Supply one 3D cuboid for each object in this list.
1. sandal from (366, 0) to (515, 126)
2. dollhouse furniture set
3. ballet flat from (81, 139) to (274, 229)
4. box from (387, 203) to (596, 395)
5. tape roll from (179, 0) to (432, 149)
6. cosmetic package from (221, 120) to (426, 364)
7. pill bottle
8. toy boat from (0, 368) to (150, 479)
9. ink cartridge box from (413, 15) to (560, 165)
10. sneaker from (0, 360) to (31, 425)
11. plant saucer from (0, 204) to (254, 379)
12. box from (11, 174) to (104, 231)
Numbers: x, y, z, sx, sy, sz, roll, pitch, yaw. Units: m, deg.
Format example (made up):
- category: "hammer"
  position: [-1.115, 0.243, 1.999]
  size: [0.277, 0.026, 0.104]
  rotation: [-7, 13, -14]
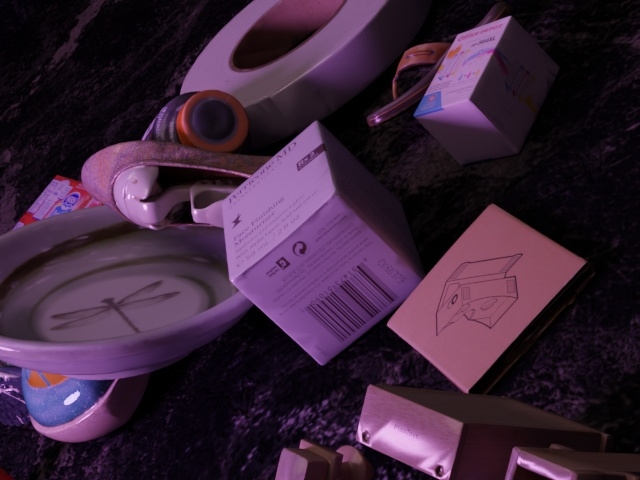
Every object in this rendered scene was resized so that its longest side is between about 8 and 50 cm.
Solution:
- category: "sandal"
  position: [0.135, -0.216, 1.774]
  size: [0.219, 0.060, 0.090]
  rotation: [-42, -3, 9]
- category: "dollhouse furniture set"
  position: [0.103, 0.304, 1.143]
  size: [0.303, 0.174, 0.355]
  rotation: [16, 95, 49]
- category: "ballet flat"
  position: [-0.156, -0.058, 1.783]
  size: [0.316, 0.107, 0.106]
  rotation: [0, 32, 18]
- category: "box"
  position: [0.158, 0.056, 1.430]
  size: [0.164, 0.021, 0.201]
  rotation: [-48, 26, -1]
- category: "tape roll"
  position: [-0.023, -0.275, 2.071]
  size: [0.392, 0.072, 0.392]
  rotation: [-29, 27, 17]
- category: "cosmetic package"
  position: [0.000, 0.000, 1.602]
  size: [0.151, 0.151, 0.183]
  rotation: [-40, 26, 13]
- category: "pill bottle"
  position: [-0.167, -0.111, 1.932]
  size: [0.130, 0.130, 0.246]
  rotation: [-60, 8, -24]
- category: "toy boat"
  position: [-0.350, 0.197, 1.868]
  size: [0.318, 0.148, 0.267]
  rotation: [-49, 26, -5]
- category: "ink cartridge box"
  position: [0.185, -0.169, 1.630]
  size: [0.092, 0.090, 0.143]
  rotation: [-12, 43, 51]
- category: "sneaker"
  position: [-0.455, 0.183, 2.102]
  size: [0.283, 0.110, 0.122]
  rotation: [-9, 41, 52]
- category: "plant saucer"
  position: [-0.239, 0.071, 1.757]
  size: [0.400, 0.100, 0.400]
  rotation: [-6, 24, 3]
- category: "box"
  position: [-0.342, -0.001, 2.168]
  size: [0.128, 0.122, 0.257]
  rotation: [-53, 26, -11]
